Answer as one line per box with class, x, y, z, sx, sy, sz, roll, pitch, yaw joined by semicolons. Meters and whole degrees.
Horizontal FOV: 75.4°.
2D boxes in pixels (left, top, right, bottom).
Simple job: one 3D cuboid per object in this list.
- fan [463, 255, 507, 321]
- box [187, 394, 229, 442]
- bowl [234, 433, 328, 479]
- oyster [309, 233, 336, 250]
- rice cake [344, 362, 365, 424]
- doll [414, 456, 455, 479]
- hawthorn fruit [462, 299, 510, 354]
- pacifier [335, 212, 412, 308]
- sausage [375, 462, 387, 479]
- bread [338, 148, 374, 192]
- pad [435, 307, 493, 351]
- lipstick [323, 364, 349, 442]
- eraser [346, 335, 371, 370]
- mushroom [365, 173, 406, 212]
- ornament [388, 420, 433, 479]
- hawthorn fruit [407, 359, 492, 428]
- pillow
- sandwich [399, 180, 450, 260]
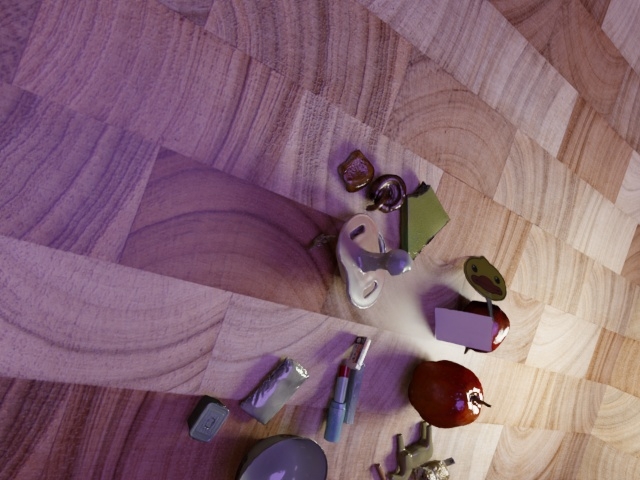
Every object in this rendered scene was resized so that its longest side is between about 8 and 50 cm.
fan;0.693;0.192;1.729;0.229;0.011;0.335;25;47;-13
box;-0.346;0.537;1.259;0.084;0.069;0.122;40;79;-32
bowl;-0.155;0.763;1.364;0.337;0.157;0.337;-7;104;-30
oyster;0.000;0.000;1.361;0.083;0.081;0.038;-23;88;-60
rice cake;0.123;0.566;1.555;0.042;0.045;0.245;8;96;-29
doll;0.507;1.035;1.842;0.221;0.105;0.115;-9;63;-36
hawthorn fruit;0.671;0.374;1.750;0.215;0.215;0.249;35;94;-31
pacifier;0.161;0.071;1.387;0.220;0.273;0.332;-17;108;-10
sausage;0.253;0.971;1.723;0.026;0.026;0.116;-30;113;-22
bread;0.127;-0.230;1.404;0.129;0.044;0.126;-42;116;-13
pad;0.580;0.360;1.687;0.004;0.232;0.156;-24;114;-52
lipstick;0.066;0.588;1.514;0.061;0.068;0.274;11;86;-4
eraser;0.140;0.409;1.511;0.029;0.052;0.122;43;60;-27
mushroom;0.224;-0.156;1.455;0.170;0.080;0.135;-37;103;-19
ornament;0.384;0.927;1.771;0.230;0.061;0.245;-11;102;-27
hawthorn fruit;0.522;0.612;1.633;0.287;0.330;0.287;5;82;-36
pillow;-0.148;0.500;1.380;0.229;0.051;0.128;-44;115;-14
sandwich;0.354;-0.080;1.560;0.245;0.063;0.212;-44;114;-16
